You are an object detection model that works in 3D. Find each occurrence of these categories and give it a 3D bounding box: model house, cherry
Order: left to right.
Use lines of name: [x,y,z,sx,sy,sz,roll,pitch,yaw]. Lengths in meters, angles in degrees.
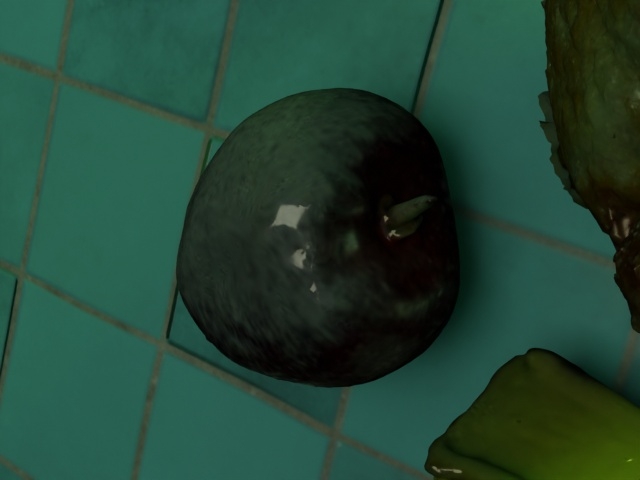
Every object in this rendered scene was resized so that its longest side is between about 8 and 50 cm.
cherry: [0.000,0.000,0.899,0.296,0.218,0.255,-15,90,41]
model house: [0.188,0.243,0.803,0.193,0.175,0.234,27,131,31]

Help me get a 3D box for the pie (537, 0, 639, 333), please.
pie: [0.239,-0.200,0.624,0.180,0.395,0.418,1,119,1]
